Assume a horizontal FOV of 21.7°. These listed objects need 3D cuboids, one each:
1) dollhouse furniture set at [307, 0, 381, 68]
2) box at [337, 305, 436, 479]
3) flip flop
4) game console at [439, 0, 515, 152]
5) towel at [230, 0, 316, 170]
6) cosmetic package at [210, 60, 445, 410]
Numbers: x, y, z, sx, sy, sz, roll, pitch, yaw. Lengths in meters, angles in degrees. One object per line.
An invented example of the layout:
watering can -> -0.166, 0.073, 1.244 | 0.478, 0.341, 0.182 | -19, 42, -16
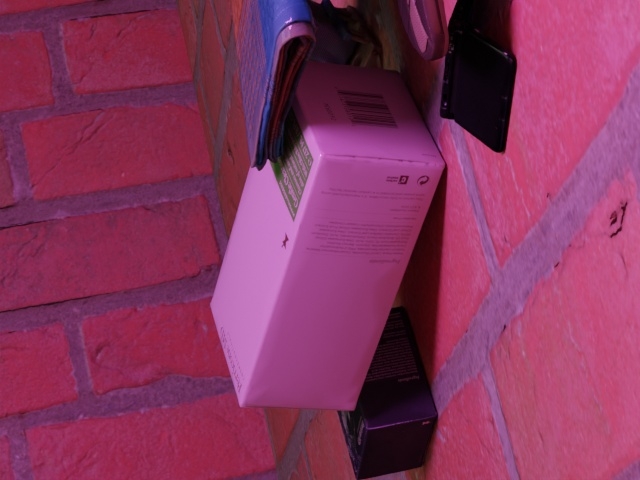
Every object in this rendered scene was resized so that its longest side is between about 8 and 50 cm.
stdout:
dollhouse furniture set -> 0.015, -0.295, 1.979 | 0.183, 0.129, 0.129 | -62, 27, 22
box -> 0.074, 0.192, 2.093 | 0.156, 0.093, 0.158 | 97, 159, -58
flip flop -> 0.113, -0.297, 1.495 | 0.112, 0.080, 0.277 | 106, 168, -72
game console -> 0.152, -0.163, 1.556 | 0.122, 0.071, 0.107 | 92, -166, -47
towel -> -0.063, -0.298, 1.778 | 0.271, 0.040, 0.370 | 109, 156, -61
cosmetic package -> 0.000, 0.000, 1.910 | 0.197, 0.155, 0.365 | -113, 34, -49
